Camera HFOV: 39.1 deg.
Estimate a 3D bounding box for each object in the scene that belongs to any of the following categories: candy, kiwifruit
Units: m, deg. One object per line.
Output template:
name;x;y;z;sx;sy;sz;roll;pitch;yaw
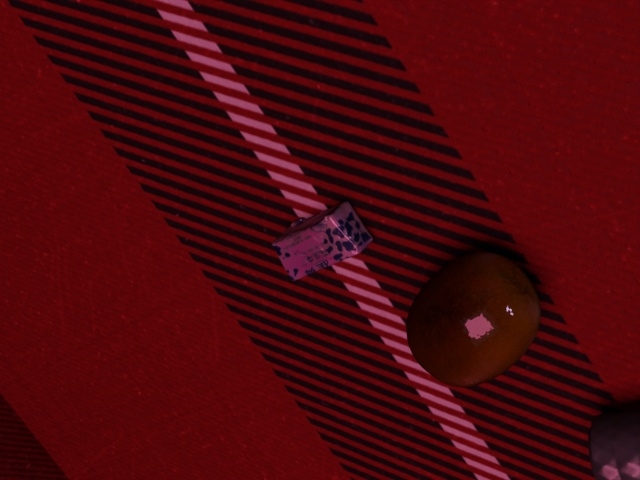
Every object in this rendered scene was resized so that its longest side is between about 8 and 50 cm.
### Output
candy;0.000;0.000;1.585;0.160;0.073;0.092;-25;103;35
kiwifruit;0.242;0.132;1.468;0.196;0.196;0.234;42;132;-1

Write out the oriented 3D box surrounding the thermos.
thermos;0.595;0.340;1.446;0.287;0.144;0.182;-15;142;31
